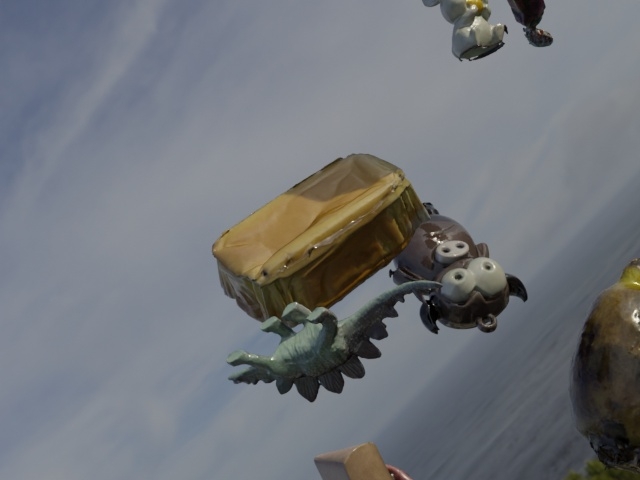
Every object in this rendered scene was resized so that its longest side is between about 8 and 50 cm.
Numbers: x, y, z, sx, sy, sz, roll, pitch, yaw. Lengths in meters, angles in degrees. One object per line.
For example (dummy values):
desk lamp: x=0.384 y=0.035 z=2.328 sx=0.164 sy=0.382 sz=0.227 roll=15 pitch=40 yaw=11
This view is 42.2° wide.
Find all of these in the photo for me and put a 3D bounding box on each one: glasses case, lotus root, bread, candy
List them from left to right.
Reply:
bread: x=0.000 y=0.000 z=0.981 sx=0.241 sy=0.136 sz=0.107 roll=-35 pitch=-51 yaw=-19
glasses case: x=0.069 y=0.291 z=0.848 sx=0.070 sy=0.193 sz=0.102 roll=-26 pitch=0 yaw=-27
candy: x=0.290 y=-0.356 z=1.192 sx=0.043 sy=0.175 sz=0.045 roll=-44 pitch=30 yaw=-17
lotus root: x=0.409 y=0.169 z=1.117 sx=0.169 sy=0.141 sz=0.314 roll=80 pitch=-160 yaw=-68

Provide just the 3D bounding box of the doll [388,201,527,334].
doll: x=0.199 y=0.043 z=1.293 sx=0.182 sy=0.257 sz=0.117 roll=-17 pitch=-47 yaw=-16

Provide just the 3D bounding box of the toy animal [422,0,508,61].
toy animal: x=0.196 y=-0.308 z=1.126 sx=0.071 sy=0.124 sz=0.085 roll=-19 pitch=-5 yaw=-14

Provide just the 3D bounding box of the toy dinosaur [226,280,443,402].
toy dinosaur: x=0.011 y=0.075 z=0.643 sx=0.209 sy=0.082 sz=0.039 roll=-31 pitch=30 yaw=28
